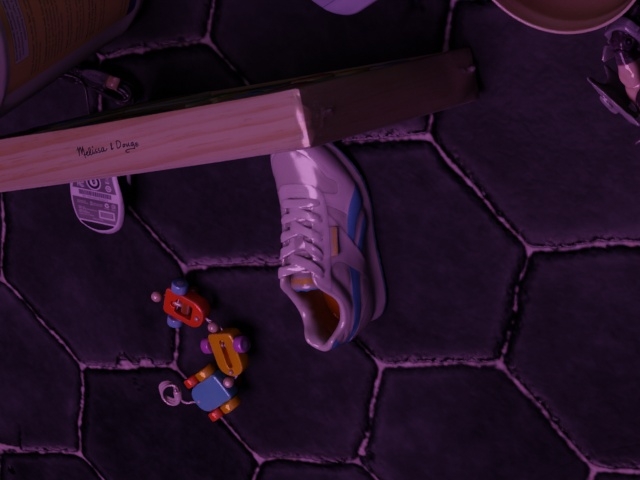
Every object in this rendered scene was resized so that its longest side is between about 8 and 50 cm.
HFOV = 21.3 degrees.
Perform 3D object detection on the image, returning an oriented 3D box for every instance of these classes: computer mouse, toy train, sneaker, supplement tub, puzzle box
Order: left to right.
[{"bbox_3d":[-0.342,-0.233,1.605,0.241,0.331,0.241,18,128,25],"label":"supplement tub"},{"bbox_3d":[-0.237,-0.100,1.827,0.106,0.042,0.193,12,120,23],"label":"computer mouse"},{"bbox_3d":[-0.129,0.119,1.898,0.125,0.046,0.166,23,127,23],"label":"toy train"},{"bbox_3d":[-0.093,-0.109,1.561,0.409,0.272,0.052,-6,99,37],"label":"puzzle box"},{"bbox_3d":[0.000,0.000,1.692,0.087,0.092,0.228,-1,117,37],"label":"sneaker"}]

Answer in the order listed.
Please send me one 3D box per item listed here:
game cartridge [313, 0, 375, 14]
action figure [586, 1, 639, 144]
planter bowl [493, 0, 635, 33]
[{"bbox_3d":[0.091,-0.311,1.347,0.060,0.196,0.294,31,138,-18],"label":"game cartridge"},{"bbox_3d":[0.324,-0.158,1.362,0.185,0.099,0.285,28,136,7],"label":"action figure"},{"bbox_3d":[0.207,-0.260,1.359,0.162,0.109,0.162,18,128,25],"label":"planter bowl"}]
